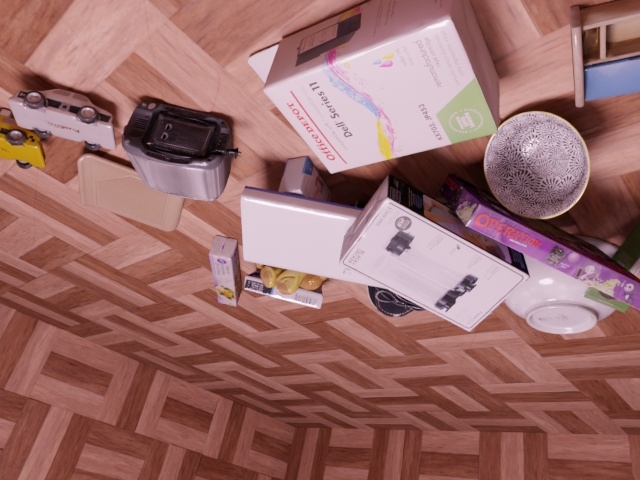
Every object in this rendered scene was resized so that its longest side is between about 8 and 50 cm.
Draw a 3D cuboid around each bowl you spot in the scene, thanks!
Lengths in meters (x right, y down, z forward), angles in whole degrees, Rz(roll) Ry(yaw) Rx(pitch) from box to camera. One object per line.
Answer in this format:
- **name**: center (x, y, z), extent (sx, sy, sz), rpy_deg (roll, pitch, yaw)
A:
- **bowl**: center (0.361, -0.127, 0.820), extent (0.170, 0.080, 0.170), rpy_deg (22, 122, 41)
- **bowl**: center (0.536, 0.121, 1.137), extent (0.297, 0.134, 0.298), rpy_deg (9, 149, 6)

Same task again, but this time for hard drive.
- **hard drive**: center (0.000, 0.000, 1.035), extent (0.318, 0.040, 0.210), rpy_deg (11, 142, 2)

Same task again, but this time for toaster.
- **toaster**: center (-0.258, -0.164, 0.980), extent (0.226, 0.129, 0.146), rpy_deg (11, 153, -1)

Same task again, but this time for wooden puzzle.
- **wooden puzzle**: center (-0.451, -0.114, 1.222), extent (0.238, 0.044, 0.221), rpy_deg (16, 149, -14)

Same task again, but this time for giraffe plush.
- **giraffe plush**: center (-0.033, 0.053, 1.252), extent (0.210, 0.182, 0.170), rpy_deg (-34, 147, 8)

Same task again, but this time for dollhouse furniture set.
- **dollhouse furniture set**: center (0.388, -0.170, 0.546), extent (0.197, 0.304, 0.286), rpy_deg (-5, 145, 26)

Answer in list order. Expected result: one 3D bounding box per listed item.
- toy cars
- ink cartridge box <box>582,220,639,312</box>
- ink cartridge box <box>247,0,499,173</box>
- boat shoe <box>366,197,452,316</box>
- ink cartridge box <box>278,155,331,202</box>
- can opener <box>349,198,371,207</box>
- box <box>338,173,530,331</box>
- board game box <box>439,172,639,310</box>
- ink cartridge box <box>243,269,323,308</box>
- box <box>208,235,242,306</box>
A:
- **toy cars**: center (-0.578, -0.237, 1.026), extent (0.393, 0.087, 0.176), rpy_deg (-7, 149, 24)
- **ink cartridge box**: center (0.620, 0.059, 0.972), extent (0.108, 0.062, 0.209), rpy_deg (19, 116, -11)
- **ink cartridge box**: center (0.063, -0.223, 0.762), extent (0.353, 0.119, 0.207), rpy_deg (-9, 143, 33)
- **boat shoe**: center (0.218, 0.090, 1.190), extent (0.186, 0.156, 0.500), rpy_deg (14, 151, -5)
- **ink cartridge box**: center (-0.028, -0.097, 1.035), extent (0.052, 0.089, 0.122), rpy_deg (-5, 145, 26)
- **can opener**: center (0.096, 0.009, 1.176), extent (0.093, 0.074, 0.280), rpy_deg (8, 149, 7)
- **box**: center (0.199, 0.028, 0.910), extent (0.289, 0.087, 0.169), rpy_deg (27, 125, -9)
- **board game box**: center (0.390, -0.005, 0.903), extent (0.346, 0.208, 0.056), rpy_deg (25, 113, -9)
- **ink cartridge box**: center (-0.095, 0.129, 1.384), extent (0.206, 0.045, 0.208), rpy_deg (14, -178, 0)
- **box**: center (-0.271, 0.097, 1.473), extent (0.062, 0.067, 0.324), rpy_deg (12, 149, 0)
